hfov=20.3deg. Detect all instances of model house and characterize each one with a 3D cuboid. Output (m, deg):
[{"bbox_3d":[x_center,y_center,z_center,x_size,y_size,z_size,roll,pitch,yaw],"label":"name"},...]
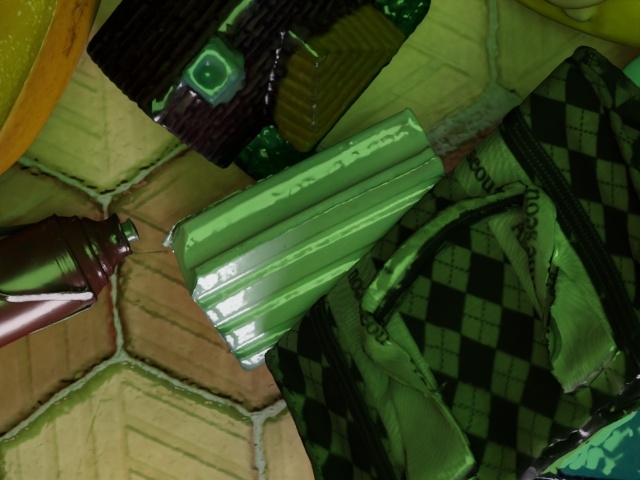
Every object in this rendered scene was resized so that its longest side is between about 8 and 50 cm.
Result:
[{"bbox_3d":[-0.032,-0.196,1.545,0.230,0.249,0.280,38,91,-10],"label":"model house"}]

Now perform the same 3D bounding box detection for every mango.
[{"bbox_3d":[-0.271,-0.208,1.529,0.201,0.199,0.350,10,88,35],"label":"mango"}]

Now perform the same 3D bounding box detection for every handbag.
[{"bbox_3d":[0.151,0.088,1.462,0.180,0.317,0.416,29,117,-32],"label":"handbag"}]

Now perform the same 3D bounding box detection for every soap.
[{"bbox_3d":[0.000,0.000,1.612,0.261,0.094,0.150,-26,136,4],"label":"soap"}]

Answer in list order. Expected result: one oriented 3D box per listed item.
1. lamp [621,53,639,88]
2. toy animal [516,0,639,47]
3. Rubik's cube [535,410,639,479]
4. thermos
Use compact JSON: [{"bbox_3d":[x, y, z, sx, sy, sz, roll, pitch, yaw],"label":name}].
[{"bbox_3d":[0.277,-0.059,1.641,0.284,0.147,0.209,-41,78,-6],"label":"lamp"},{"bbox_3d":[0.294,-0.320,1.548,0.345,0.247,0.278,-32,77,-2],"label":"toy animal"},{"bbox_3d":[0.321,0.208,1.631,0.259,0.255,0.260,-39,100,0],"label":"Rubik's cube"},{"bbox_3d":[-0.271,0.042,1.624,0.232,0.099,0.124,-26,140,-6],"label":"thermos"}]
